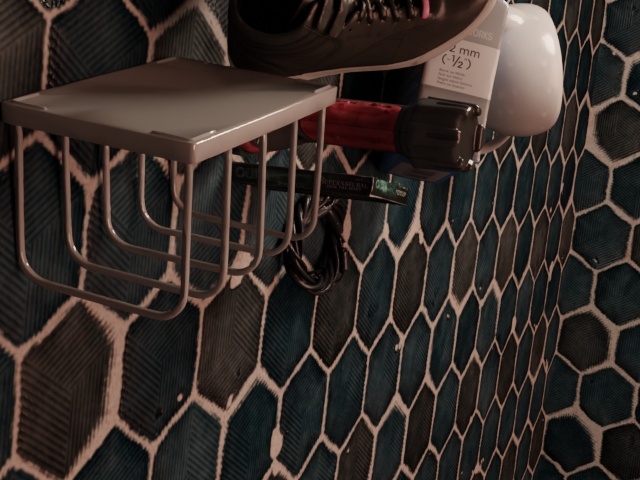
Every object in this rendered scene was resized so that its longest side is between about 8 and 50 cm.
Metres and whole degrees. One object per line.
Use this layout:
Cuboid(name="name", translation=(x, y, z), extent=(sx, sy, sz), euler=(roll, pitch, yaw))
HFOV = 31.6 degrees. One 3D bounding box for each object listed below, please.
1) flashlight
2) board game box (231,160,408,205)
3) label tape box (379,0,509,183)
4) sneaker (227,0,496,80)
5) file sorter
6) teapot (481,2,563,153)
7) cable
Cuboid(name="flashlight", translation=(0.019, -0.129, 1.242), extent=(0.103, 0.304, 0.103), euler=(-65, 151, -30))
Cuboid(name="board game box", translation=(-0.001, -0.069, 1.369), extent=(0.126, 0.186, 0.026), euler=(8, 89, -67))
Cuboid(name="label tape box", translation=(0.193, -0.276, 1.704), extent=(0.249, 0.115, 0.348), euler=(146, -42, -82))
Cuboid(name="sneaker", translation=(0.040, -0.236, 1.138), extent=(0.147, 0.295, 0.105), euler=(62, 14, -80))
Cuboid(name="file sorter", translation=(-0.134, -0.058, 1.070), extent=(0.277, 0.192, 0.173), euler=(-33, 132, -60))
Cuboid(name="teapot", translation=(0.312, -0.294, 2.018), extent=(0.252, 0.187, 0.256), euler=(159, -77, -86))
Cuboid(name="cable", translation=(0.000, 0.000, 1.574), extent=(0.184, 0.047, 0.151), euler=(5, 95, -66))
